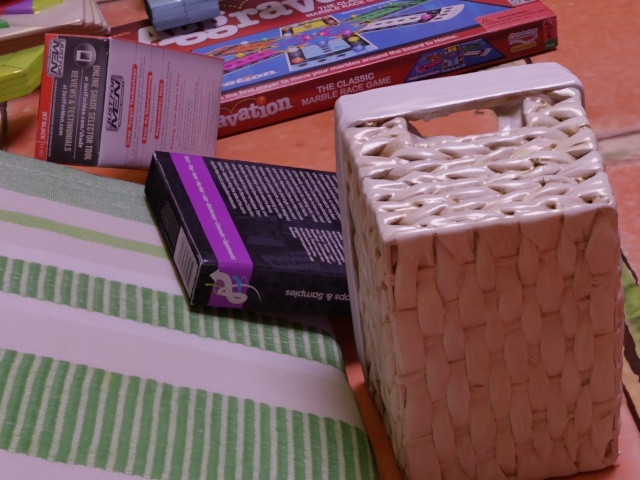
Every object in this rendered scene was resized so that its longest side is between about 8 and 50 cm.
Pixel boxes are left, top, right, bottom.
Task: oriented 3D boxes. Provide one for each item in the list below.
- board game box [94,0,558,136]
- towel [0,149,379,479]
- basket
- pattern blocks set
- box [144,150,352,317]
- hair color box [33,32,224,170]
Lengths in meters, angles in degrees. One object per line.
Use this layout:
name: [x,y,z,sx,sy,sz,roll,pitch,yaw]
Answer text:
board game box: [-0.004,-0.129,1.226,0.281,0.027,0.145,-16,32,-13]
towel: [-0.099,0.054,0.865,0.248,0.038,0.325,13,25,-19]
basket: [0.072,0.021,0.842,0.113,0.167,0.103,-9,37,-2]
pattern blocks set: [-0.239,-0.145,1.268,0.325,0.026,0.285,-19,26,-17]
box: [0.000,0.000,0.966,0.162,0.029,0.116,5,28,-20]
hair color box: [-0.105,-0.075,1.061,0.043,0.072,0.141,7,2,22]
